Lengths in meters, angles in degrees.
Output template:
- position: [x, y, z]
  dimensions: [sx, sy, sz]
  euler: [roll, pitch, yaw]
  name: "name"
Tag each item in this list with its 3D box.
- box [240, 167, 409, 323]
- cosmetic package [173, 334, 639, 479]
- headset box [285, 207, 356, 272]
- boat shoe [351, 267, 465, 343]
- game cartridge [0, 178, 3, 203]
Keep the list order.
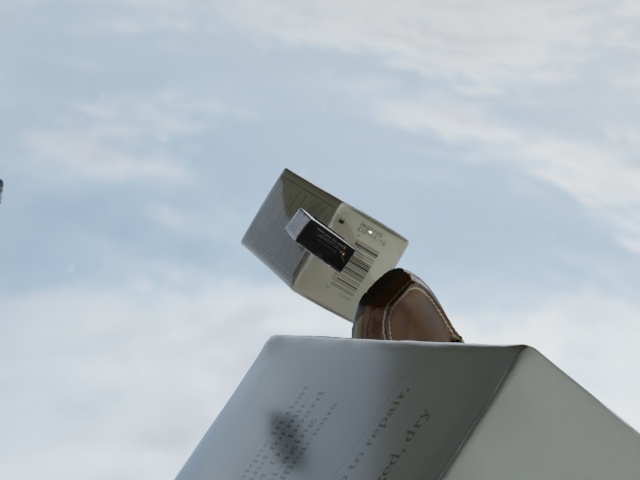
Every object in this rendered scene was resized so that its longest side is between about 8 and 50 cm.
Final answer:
- position: [-0.002, 0.002, 2.032]
  dimensions: [0.121, 0.148, 0.311]
  euler: [30, -177, -20]
  name: "box"
- position: [0.065, 0.279, 0.852]
  dimensions: [0.329, 0.327, 0.393]
  euler: [38, 165, -14]
  name: "cosmetic package"
- position: [0.000, 0.000, 1.502]
  dimensions: [0.062, 0.032, 0.083]
  euler: [35, -178, -14]
  name: "headset box"
- position: [0.136, 0.162, 1.504]
  dimensions: [0.120, 0.324, 0.122]
  euler: [24, -119, 41]
  name: "boat shoe"
- position: [-0.372, -0.055, 1.447]
  dimensions: [0.083, 0.017, 0.056]
  euler: [8, 159, -12]
  name: "game cartridge"
